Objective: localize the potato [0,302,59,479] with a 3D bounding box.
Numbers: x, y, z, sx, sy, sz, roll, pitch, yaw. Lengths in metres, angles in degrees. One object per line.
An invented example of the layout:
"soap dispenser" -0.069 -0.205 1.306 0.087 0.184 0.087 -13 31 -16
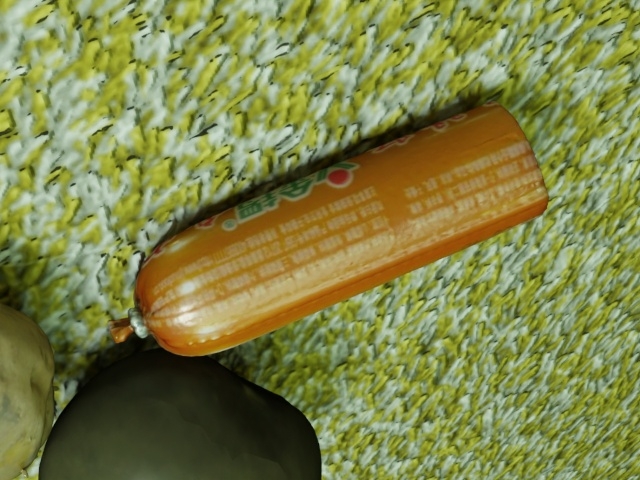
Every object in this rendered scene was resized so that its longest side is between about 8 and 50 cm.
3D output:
"potato" -0.252 0.090 0.700 0.161 0.128 0.235 -30 141 -1

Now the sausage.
"sausage" 0.000 0.000 0.800 0.312 0.093 0.093 -22 139 -10

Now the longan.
"longan" -0.102 0.176 0.840 0.198 0.198 0.212 -37 143 6
